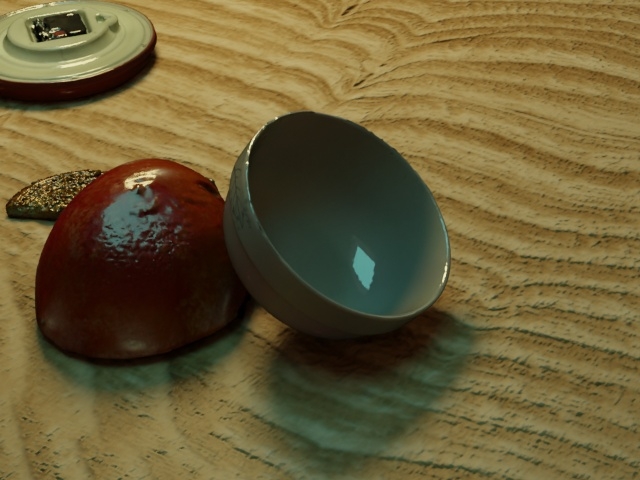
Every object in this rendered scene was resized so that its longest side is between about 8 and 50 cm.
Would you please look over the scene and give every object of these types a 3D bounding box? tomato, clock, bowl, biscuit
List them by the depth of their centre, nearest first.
[{"bbox_3d":[0.000,0.000,1.691,0.287,0.144,0.287,21,49,-26],"label":"bowl"},{"bbox_3d":[-0.227,-0.003,1.754,0.309,0.170,0.309,-2,32,1],"label":"tomato"},{"bbox_3d":[-0.332,-0.066,1.994,0.206,0.025,0.126,3,33,9],"label":"biscuit"},{"bbox_3d":[-0.433,-0.331,2.363,0.319,0.080,0.318,-3,33,2],"label":"clock"}]
